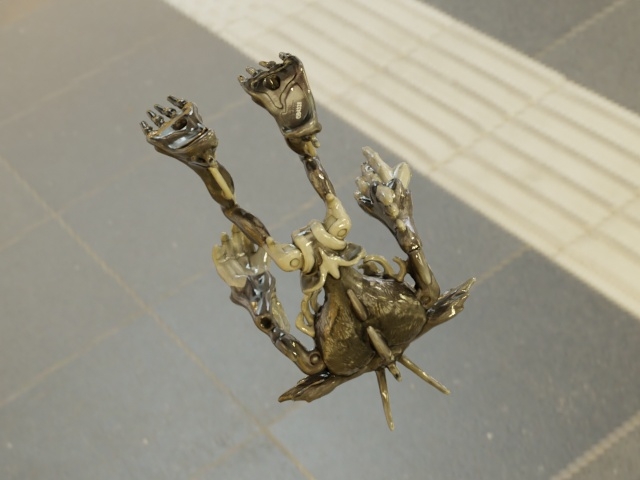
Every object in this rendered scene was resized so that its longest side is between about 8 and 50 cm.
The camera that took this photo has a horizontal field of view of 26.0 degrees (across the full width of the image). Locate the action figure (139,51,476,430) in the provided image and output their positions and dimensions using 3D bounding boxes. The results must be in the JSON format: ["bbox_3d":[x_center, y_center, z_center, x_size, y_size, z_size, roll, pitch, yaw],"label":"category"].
[{"bbox_3d":[0.000,0.000,0.958,0.164,0.275,0.141,-28,32,4],"label":"action figure"}]
